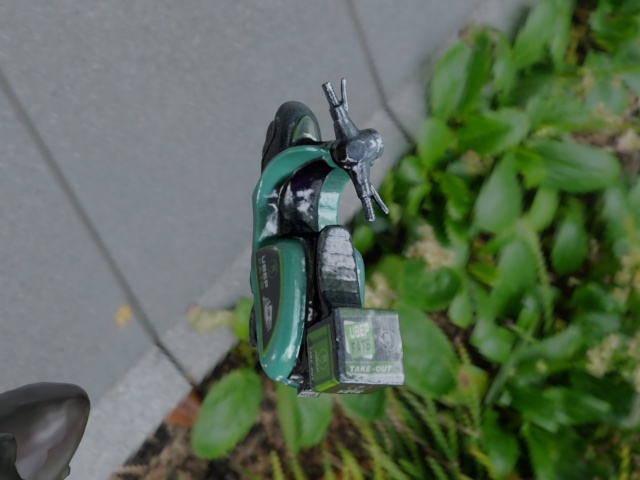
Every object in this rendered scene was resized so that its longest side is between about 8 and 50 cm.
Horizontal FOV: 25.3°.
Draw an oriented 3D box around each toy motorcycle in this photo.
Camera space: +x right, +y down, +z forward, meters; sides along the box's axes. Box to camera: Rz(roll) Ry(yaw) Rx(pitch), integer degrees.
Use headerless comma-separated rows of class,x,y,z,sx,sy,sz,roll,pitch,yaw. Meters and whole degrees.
toy motorcycle,0.000,0.000,0.761,0.058,0.100,0.173,6,71,-30

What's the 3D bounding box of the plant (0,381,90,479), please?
plant,-0.192,0.151,0.566,0.321,0.181,0.194,-57,151,-81
